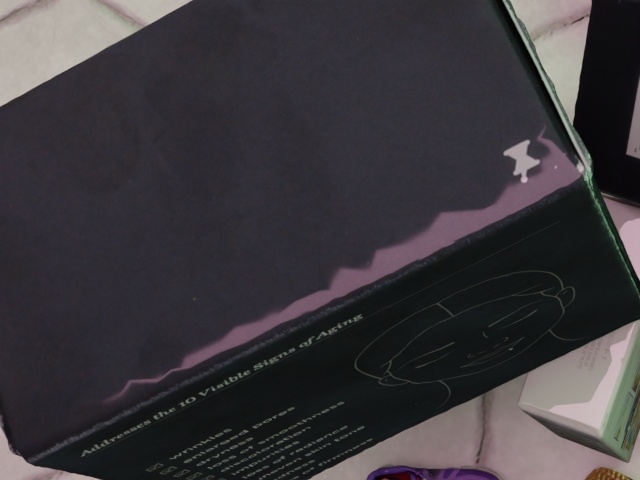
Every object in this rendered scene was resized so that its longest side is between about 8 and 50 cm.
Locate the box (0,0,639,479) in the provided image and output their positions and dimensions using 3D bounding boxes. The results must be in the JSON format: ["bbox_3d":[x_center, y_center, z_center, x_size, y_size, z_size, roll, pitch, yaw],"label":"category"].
[{"bbox_3d":[0.000,0.000,1.258,0.480,0.472,0.297,-27,71,9],"label":"box"}]

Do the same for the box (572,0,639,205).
[{"bbox_3d":[0.503,-0.135,1.442,0.293,0.395,0.212,26,115,49],"label":"box"}]

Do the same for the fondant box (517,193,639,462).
[{"bbox_3d":[0.322,0.107,1.561,0.096,0.330,0.238,18,83,21],"label":"fondant box"}]

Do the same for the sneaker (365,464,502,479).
[{"bbox_3d":[0.136,0.304,1.703,0.170,0.071,0.068,-1,78,14],"label":"sneaker"}]

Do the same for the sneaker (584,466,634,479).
[{"bbox_3d":[0.385,0.330,1.638,0.185,0.084,0.069,32,88,45],"label":"sneaker"}]
